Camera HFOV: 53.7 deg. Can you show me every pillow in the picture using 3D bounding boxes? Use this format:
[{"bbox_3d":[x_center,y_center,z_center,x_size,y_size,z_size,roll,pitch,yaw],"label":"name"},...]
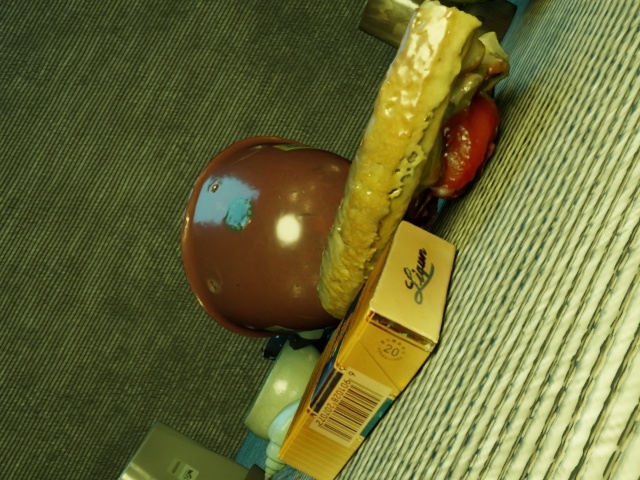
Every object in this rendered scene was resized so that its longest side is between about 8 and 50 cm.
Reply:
[{"bbox_3d":[0.017,0.106,1.269,0.186,0.106,0.250,-41,-18,-32],"label":"pillow"}]

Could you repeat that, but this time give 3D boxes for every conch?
[{"bbox_3d":[-0.027,0.269,0.886,0.180,0.088,0.065,-56,44,9],"label":"conch"}]

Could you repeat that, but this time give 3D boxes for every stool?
[{"bbox_3d":[0.230,-0.449,1.269,0.179,0.264,0.179,-62,0,-1],"label":"stool"}]

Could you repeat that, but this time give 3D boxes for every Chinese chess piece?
[{"bbox_3d":[-0.079,0.321,1.380,0.238,0.092,0.238,-63,-1,-2],"label":"Chinese chess piece"}]

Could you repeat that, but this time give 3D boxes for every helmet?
[{"bbox_3d":[0.000,0.000,0.988,0.230,0.385,0.337,3,87,53],"label":"helmet"}]

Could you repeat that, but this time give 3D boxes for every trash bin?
[{"bbox_3d":[-0.249,0.479,1.144,0.219,0.250,0.220,-55,3,29],"label":"trash bin"}]

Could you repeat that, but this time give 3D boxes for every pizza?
[{"bbox_3d":[0.147,-0.121,0.763,0.406,0.130,0.440,-47,-16,-40],"label":"pizza"}]

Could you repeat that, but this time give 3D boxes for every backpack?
[{"bbox_3d":[-0.051,0.247,1.532,0.165,0.120,0.106,-42,16,37],"label":"backpack"}]

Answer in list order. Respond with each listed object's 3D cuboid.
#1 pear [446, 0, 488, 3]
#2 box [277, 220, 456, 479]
[{"bbox_3d":[0.240,-0.527,0.916,0.352,0.352,0.413,-62,-6,3],"label":"pear"},{"bbox_3d":[0.044,0.114,0.634,0.237,0.070,0.152,-61,0,35],"label":"box"}]
